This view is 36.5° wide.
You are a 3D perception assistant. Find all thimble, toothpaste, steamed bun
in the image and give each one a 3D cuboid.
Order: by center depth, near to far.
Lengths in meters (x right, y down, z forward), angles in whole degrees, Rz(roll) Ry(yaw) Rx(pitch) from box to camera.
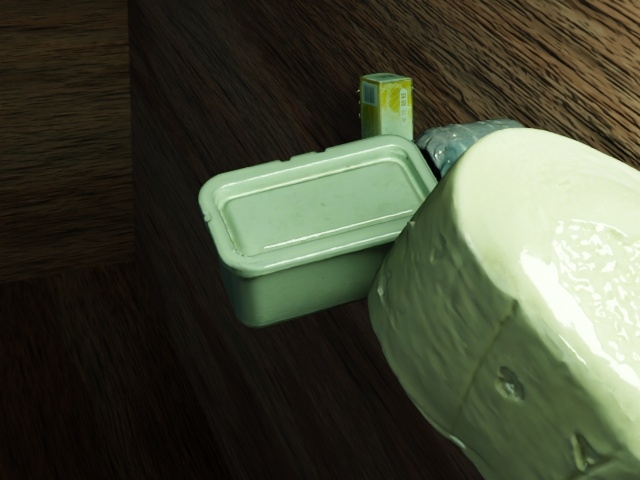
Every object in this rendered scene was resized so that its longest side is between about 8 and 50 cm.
[{"bbox_3d":[0.288,0.115,1.106,0.456,0.290,0.371,53,151,17],"label":"steamed bun"},{"bbox_3d":[0.217,-0.051,1.382,0.205,0.172,0.236,-176,76,-71],"label":"thimble"},{"bbox_3d":[0.118,-0.135,1.721,0.089,0.071,0.312,30,126,60],"label":"toothpaste"}]

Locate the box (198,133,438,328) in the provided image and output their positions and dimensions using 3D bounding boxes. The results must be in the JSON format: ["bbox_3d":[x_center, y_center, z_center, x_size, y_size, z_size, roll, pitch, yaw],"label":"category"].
[{"bbox_3d":[0.000,0.000,1.325,0.182,0.312,0.175,95,156,-50],"label":"box"}]
